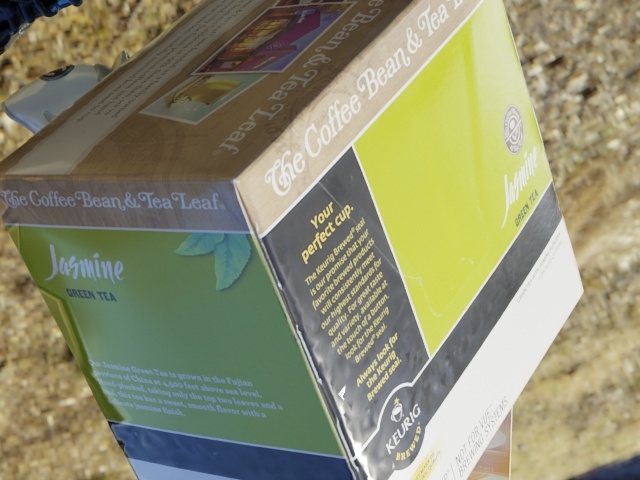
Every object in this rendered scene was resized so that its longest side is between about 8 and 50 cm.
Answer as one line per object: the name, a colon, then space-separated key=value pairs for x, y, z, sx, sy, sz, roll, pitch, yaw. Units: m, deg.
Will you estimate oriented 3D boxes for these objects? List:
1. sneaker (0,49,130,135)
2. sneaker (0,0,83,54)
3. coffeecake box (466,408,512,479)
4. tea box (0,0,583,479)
sneaker: x=-0.208 y=0.001 z=1.190 sx=0.146 sy=0.331 sz=0.122 roll=-16 pitch=-168 yaw=-9
sneaker: x=-0.269 y=-0.213 z=1.027 sx=0.341 sy=0.139 sz=0.125 roll=-55 pitch=145 yaw=0
coffeecake box: x=0.111 y=0.200 z=1.223 sx=0.142 sy=0.185 sz=0.068 roll=4 pitch=124 yaw=7
tea box: x=0.000 y=0.000 z=0.913 sx=0.220 sy=0.329 sz=0.323 roll=3 pitch=126 yaw=36
